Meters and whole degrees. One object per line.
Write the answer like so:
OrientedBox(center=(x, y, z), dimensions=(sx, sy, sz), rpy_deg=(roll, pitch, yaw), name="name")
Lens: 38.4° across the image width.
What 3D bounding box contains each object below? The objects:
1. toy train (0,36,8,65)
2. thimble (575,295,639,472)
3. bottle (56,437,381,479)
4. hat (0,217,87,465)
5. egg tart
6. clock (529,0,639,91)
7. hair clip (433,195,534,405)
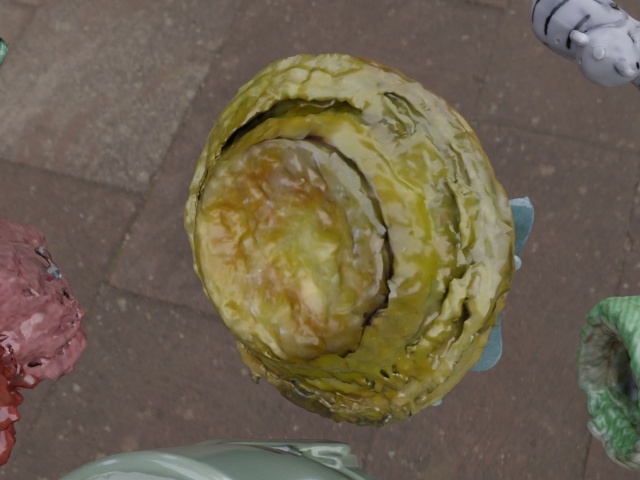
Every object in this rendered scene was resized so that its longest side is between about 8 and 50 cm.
OrientedBox(center=(-0.429, -0.131, 0.963), dimensions=(0.177, 0.116, 0.285), rpy_deg=(-22, 57, 27), name="toy train")
OrientedBox(center=(0.410, 0.171, 1.106), dimensions=(0.150, 0.219, 0.219), rpy_deg=(-6, 58, -7), name="thimble")
OrientedBox(center=(-0.043, 0.232, 0.613), dimensions=(0.229, 0.351, 0.229), rpy_deg=(-3, 82, 19), name="bottle")
OrientedBox(center=(-0.194, 0.015, 0.382), dimensions=(0.236, 0.107, 0.286), rpy_deg=(6, 13, -34), name="hat")
OrientedBox(center=(0.000, 0.000, 0.691), dimensions=(0.294, 0.123, 0.294), rpy_deg=(2, 94, 29), name="egg tart")
OrientedBox(center=(0.303, -0.234, 1.041), dimensions=(0.117, 0.080, 0.176), rpy_deg=(-6, 44, -51), name="clock")
OrientedBox(center=(0.143, 0.065, 1.346), dimensions=(0.392, 0.318, 0.238), rpy_deg=(24, 25, -3), name="hair clip")
